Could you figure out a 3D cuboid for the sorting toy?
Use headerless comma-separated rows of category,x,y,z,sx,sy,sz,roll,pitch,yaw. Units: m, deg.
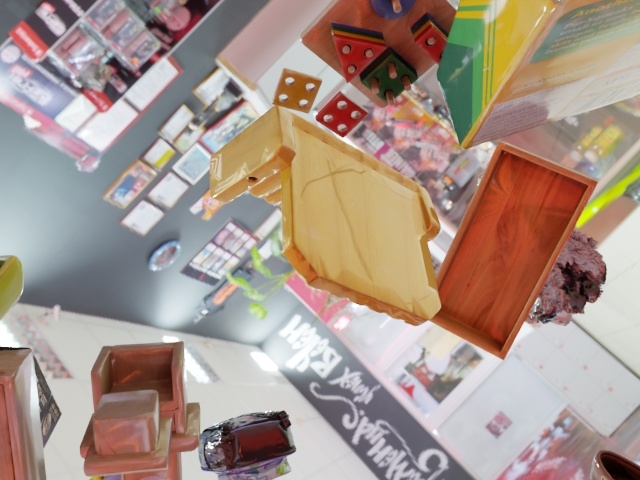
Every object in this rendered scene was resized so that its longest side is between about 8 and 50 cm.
sorting toy,0.065,-0.203,0.622,0.132,0.274,0.046,31,-143,-33

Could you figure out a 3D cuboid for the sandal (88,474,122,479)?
sandal,-0.280,0.430,0.852,0.138,0.317,0.126,33,-164,34

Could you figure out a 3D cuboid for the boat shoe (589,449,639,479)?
boat shoe,0.524,0.413,0.813,0.342,0.123,0.123,36,143,53

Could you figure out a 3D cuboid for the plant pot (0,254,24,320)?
plant pot,-0.429,0.049,0.531,0.228,0.227,0.207,-5,136,41

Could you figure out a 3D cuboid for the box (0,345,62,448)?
box,-0.540,0.261,0.989,0.077,0.147,0.180,-81,-7,-52

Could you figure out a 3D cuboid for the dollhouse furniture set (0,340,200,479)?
dollhouse furniture set,-0.209,0.200,0.272,0.355,0.303,0.173,-130,39,-73

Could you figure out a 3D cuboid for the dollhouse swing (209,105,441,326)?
dollhouse swing,0.000,0.000,1.018,0.347,0.305,0.315,24,149,-32

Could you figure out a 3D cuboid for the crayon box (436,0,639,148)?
crayon box,0.201,-0.164,0.384,0.323,0.203,0.083,54,-161,-84

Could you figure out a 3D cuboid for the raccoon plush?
raccoon plush,0.513,0.024,1.490,0.299,0.216,0.446,144,104,-79

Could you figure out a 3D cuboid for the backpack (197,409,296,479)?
backpack,-0.097,0.262,0.740,0.114,0.105,0.084,-23,75,52

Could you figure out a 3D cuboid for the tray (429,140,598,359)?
tray,0.384,0.022,1.244,0.203,0.410,0.076,27,-162,18
